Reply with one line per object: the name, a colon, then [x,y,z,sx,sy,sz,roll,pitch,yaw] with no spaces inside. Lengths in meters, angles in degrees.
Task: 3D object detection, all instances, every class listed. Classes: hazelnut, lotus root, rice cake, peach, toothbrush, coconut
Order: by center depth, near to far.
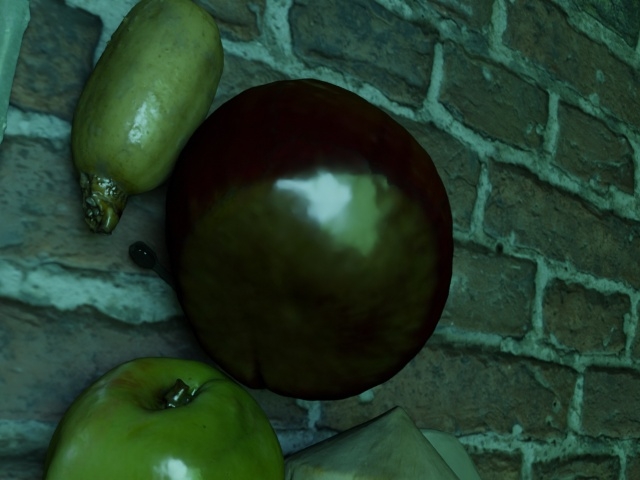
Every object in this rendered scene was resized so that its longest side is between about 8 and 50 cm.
peach: [-0.184,0.313,0.736,0.314,0.281,0.316,10,89,-39]
rice cake: [-0.423,-0.212,0.739,0.084,0.040,0.226,12,81,-34]
lotus root: [-0.239,-0.170,0.783,0.151,0.169,0.343,33,70,-32]
hazelnut: [0.000,0.000,0.799,0.402,0.402,0.430,-32,118,-31]
coconut: [0.078,0.389,0.818,0.328,0.328,0.329,2,87,-34]
toothbrush: [-0.176,0.109,0.901,0.030,0.030,0.297,-42,114,0]

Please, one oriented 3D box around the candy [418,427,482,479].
candy: [0.161,0.542,1.024,0.386,0.186,0.427,27,69,-26]
